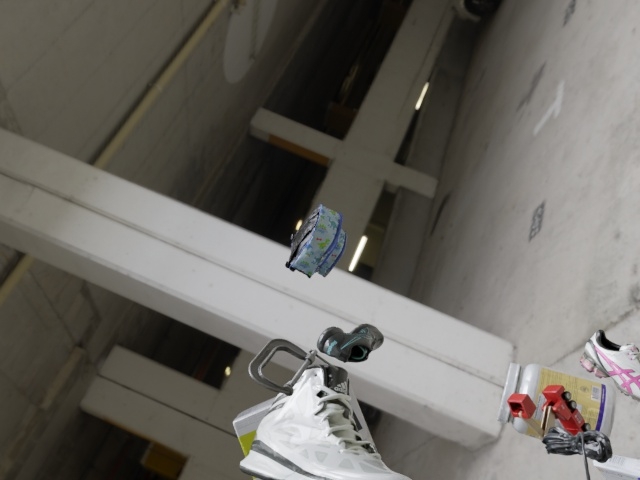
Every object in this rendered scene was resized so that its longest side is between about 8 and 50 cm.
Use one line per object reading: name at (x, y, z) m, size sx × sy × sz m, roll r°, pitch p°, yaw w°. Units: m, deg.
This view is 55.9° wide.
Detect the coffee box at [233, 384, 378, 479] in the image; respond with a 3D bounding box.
coffee box at (-0.031, 0.605, 1.756) m, size 0.338 × 0.334 × 0.337 m, roll -22°, pitch -9°, yaw -7°

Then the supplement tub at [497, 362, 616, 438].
supplement tub at (0.775, 0.548, 1.999) m, size 0.241 × 0.331 × 0.241 m, roll 13°, pitch -90°, yaw -71°

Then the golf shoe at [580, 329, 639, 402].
golf shoe at (0.579, 0.240, 1.126) m, size 0.067 × 0.186 × 0.086 m, roll -7°, pitch -62°, yaw -38°

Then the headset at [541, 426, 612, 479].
headset at (0.248, 0.406, 0.744) m, size 0.394 × 0.243 × 0.185 m, roll -52°, pitch 5°, yaw -17°

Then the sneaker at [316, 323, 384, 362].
sneaker at (0.103, 0.299, 1.678) m, size 0.267 × 0.106 × 0.101 m, roll 4°, pitch -69°, yaw -50°

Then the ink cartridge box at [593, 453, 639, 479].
ink cartridge box at (0.745, 0.557, 1.324) m, size 0.045 × 0.208 × 0.206 m, roll -51°, pitch 20°, yaw -26°

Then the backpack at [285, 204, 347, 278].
backpack at (0.000, 0.000, 1.074) m, size 0.114 × 0.084 × 0.105 m, roll -57°, pitch 16°, yaw 37°

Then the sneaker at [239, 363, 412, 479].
sneaker at (0.022, 0.359, 1.152) m, size 0.447 × 0.169 × 0.258 m, roll -8°, pitch 56°, yaw 50°

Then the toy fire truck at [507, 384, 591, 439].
toy fire truck at (0.505, 0.390, 1.322) m, size 0.135 × 0.192 × 0.047 m, roll -35°, pitch 6°, yaw -29°

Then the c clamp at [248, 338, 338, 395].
c clamp at (-0.054, 0.237, 1.128) m, size 0.160 × 0.137 × 0.022 m, roll -36°, pitch -24°, yaw -55°
